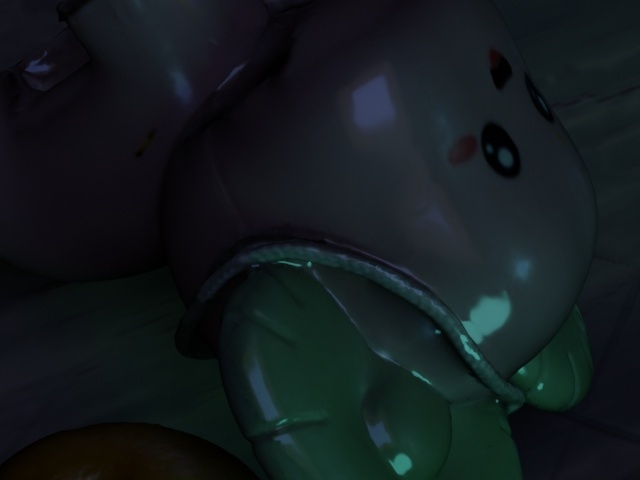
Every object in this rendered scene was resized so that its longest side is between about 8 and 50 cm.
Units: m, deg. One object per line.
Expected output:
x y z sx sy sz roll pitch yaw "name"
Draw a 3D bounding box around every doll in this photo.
0.000 0.000 0.719 0.268 0.216 0.284 55 30 -7 "doll"

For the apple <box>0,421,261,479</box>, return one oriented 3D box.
-0.078 0.136 0.681 0.146 0.146 0.147 4 74 -15 "apple"
